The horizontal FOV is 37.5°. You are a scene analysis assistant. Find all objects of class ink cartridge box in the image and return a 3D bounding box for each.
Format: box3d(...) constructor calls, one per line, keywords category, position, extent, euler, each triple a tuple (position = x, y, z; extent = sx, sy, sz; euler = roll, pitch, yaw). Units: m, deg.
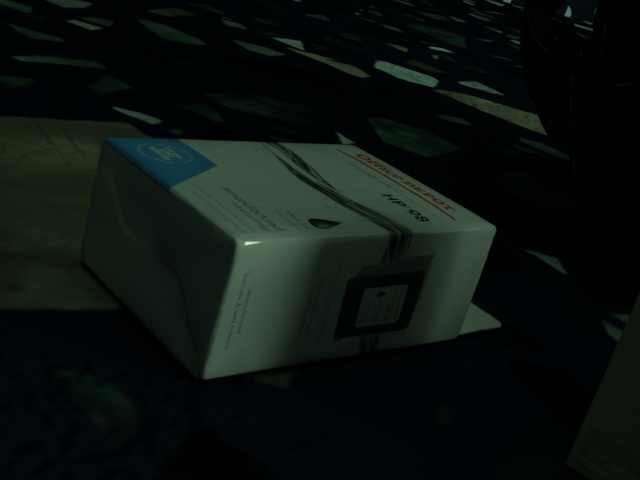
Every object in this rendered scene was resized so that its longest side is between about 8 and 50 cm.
box3d(category="ink cartridge box", position=(0.000, 0.000, 0.423), extent=(0.180, 0.060, 0.104), euler=(-4, 28, -41))

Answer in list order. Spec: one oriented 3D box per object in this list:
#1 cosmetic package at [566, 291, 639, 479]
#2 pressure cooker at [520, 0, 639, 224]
box3d(category="cosmetic package", position=(0.139, 0.039, 0.349), extent=(0.041, 0.115, 0.060), euler=(30, 25, 32))
box3d(category="pressure cooker", position=(0.349, -0.156, 0.622), extent=(0.420, 0.375, 0.370), euler=(10, 3, 27))
